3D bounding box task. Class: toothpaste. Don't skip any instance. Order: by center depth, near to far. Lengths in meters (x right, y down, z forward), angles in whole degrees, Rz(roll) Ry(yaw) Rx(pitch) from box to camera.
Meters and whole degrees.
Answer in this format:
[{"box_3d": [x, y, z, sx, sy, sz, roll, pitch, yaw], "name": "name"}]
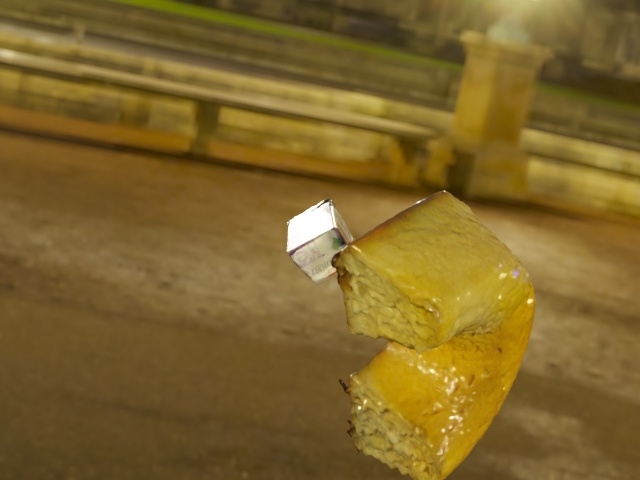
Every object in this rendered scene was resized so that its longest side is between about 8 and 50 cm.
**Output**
[{"box_3d": [0.000, 0.000, 1.356, 0.047, 0.040, 0.196, -29, 7, 3], "name": "toothpaste"}]

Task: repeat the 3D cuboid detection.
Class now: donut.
[{"box_3d": [0.094, 0.060, 1.194, 0.101, 0.259, 0.152, 32, 59, 31], "name": "donut"}]
